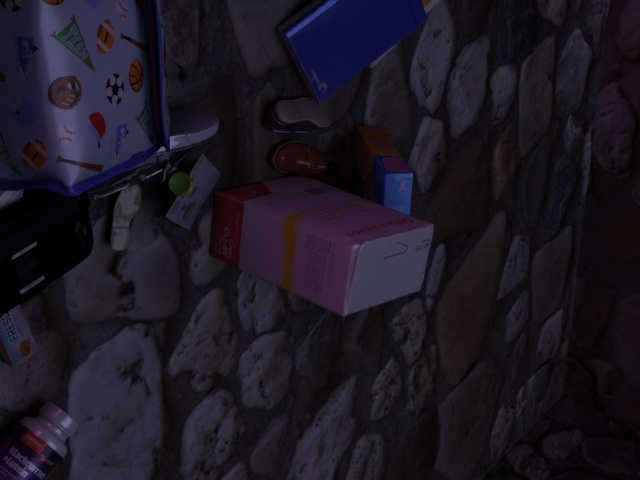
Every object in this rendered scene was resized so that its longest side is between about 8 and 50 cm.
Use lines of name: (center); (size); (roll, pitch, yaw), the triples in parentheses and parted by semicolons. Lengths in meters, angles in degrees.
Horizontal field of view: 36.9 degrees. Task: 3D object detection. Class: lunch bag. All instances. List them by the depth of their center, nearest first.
lunch bag: (-0.367, -0.277, 1.513); (0.385, 0.239, 0.327); (-40, 133, -60)

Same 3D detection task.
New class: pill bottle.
pill bottle: (-0.539, 0.395, 1.768); (0.193, 0.108, 0.108); (-52, 142, -22)

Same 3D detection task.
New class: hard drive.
hard drive: (0.076, -0.470, 2.080); (0.319, 0.040, 0.210); (-39, 137, -8)

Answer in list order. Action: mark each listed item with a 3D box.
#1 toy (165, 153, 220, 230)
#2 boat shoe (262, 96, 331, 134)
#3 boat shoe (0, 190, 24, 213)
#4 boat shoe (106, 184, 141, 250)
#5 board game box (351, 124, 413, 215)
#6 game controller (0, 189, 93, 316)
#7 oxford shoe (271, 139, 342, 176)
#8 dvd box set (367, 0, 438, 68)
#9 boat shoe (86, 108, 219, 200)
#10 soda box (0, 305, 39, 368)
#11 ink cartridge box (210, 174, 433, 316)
toy: (-0.262, -0.100, 1.874); (0.137, 0.056, 0.237); (-60, 178, -4)
boat shoe: (-0.052, -0.269, 2.112); (0.065, 0.075, 0.206); (-34, 166, 30)
boat shoe: (-0.522, -0.072, 1.583); (0.063, 0.066, 0.184); (32, 77, -72)
boat shoe: (-0.373, -0.048, 1.807); (0.049, 0.042, 0.133); (11, 99, -29)
board game box: (0.139, -0.105, 2.238); (0.064, 0.316, 0.242); (-3, 116, -10)
game controller: (-0.497, 0.024, 1.582); (0.319, 0.067, 0.166); (-40, 146, -45)
oxford shoe: (-0.027, -0.180, 2.162); (0.212, 0.076, 0.076); (1, 109, -51)
dvd box set: (0.135, -0.641, 2.135); (0.307, 0.062, 0.420); (-47, 140, -26)
boat shoe: (-0.318, -0.153, 1.762); (0.306, 0.113, 0.105); (-31, 137, -37)
soda box: (-0.550, 0.130, 1.649); (0.058, 0.063, 0.183); (-40, 136, -36)
ink cartridge box: (0.000, 0.000, 2.023); (0.279, 0.385, 0.160); (-14, 119, -48)
